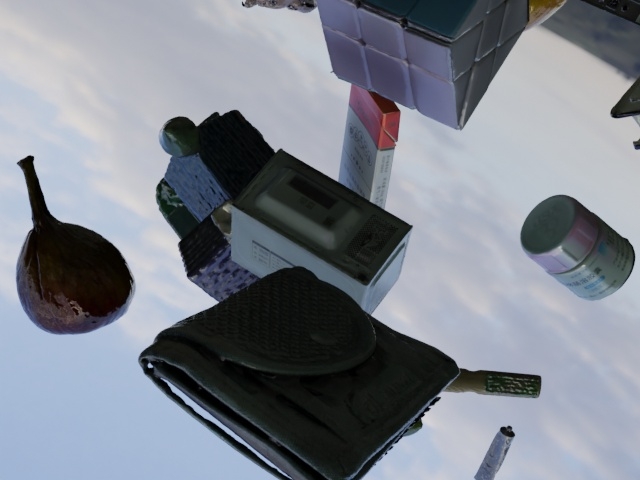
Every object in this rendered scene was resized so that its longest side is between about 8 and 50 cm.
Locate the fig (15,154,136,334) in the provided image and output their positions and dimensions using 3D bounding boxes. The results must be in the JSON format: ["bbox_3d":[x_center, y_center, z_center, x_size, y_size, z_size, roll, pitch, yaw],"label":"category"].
[{"bbox_3d":[-0.425,0.021,1.963,0.290,0.191,0.190,54,-162,0],"label":"fig"}]

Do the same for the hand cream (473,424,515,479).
[{"bbox_3d":[0.203,0.254,1.441,0.019,0.093,0.030,0,-148,-38],"label":"hand cream"}]

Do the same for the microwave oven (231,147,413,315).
[{"bbox_3d":[0.000,0.000,1.610,0.208,0.162,0.122,31,-120,14],"label":"microwave oven"}]

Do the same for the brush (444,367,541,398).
[{"bbox_3d":[0.333,0.302,2.620,0.282,0.054,0.048,5,178,-3],"label":"brush"}]

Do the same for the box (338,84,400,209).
[{"bbox_3d":[0.077,-0.147,2.011,0.035,0.245,0.139,-9,-138,-19],"label":"box"}]

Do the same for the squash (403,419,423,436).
[{"bbox_3d":[0.028,0.255,1.853,0.258,0.069,0.069,10,-160,-10],"label":"squash"}]

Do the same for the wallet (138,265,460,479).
[{"bbox_3d":[-0.006,0.122,1.248,0.237,0.075,0.342,33,-156,14],"label":"wallet"}]

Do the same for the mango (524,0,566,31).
[{"bbox_3d":[0.355,-0.398,1.985,0.075,0.190,0.098,50,-155,0],"label":"mango"}]

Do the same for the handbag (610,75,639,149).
[{"bbox_3d":[0.626,-0.255,1.788,0.160,0.358,0.237,49,155,-17],"label":"handbag"}]

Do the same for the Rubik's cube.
[{"bbox_3d":[0.146,-0.333,1.731,0.225,0.231,0.221,25,160,21],"label":"Rubik's cube"}]

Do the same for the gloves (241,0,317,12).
[{"bbox_3d":[-0.053,-0.414,1.963,0.144,0.110,0.094,-3,-130,-34],"label":"gloves"}]

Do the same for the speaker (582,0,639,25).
[{"bbox_3d":[0.490,-0.414,2.099,0.191,0.040,0.046,14,-153,-33],"label":"speaker"}]

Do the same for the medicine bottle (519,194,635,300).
[{"bbox_3d":[0.439,0.012,2.105,0.168,0.135,0.135,36,-169,-31],"label":"medicine bottle"}]

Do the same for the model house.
[{"bbox_3d":[-0.161,-0.055,2.060,0.312,0.245,0.280,51,-170,9],"label":"model house"}]
